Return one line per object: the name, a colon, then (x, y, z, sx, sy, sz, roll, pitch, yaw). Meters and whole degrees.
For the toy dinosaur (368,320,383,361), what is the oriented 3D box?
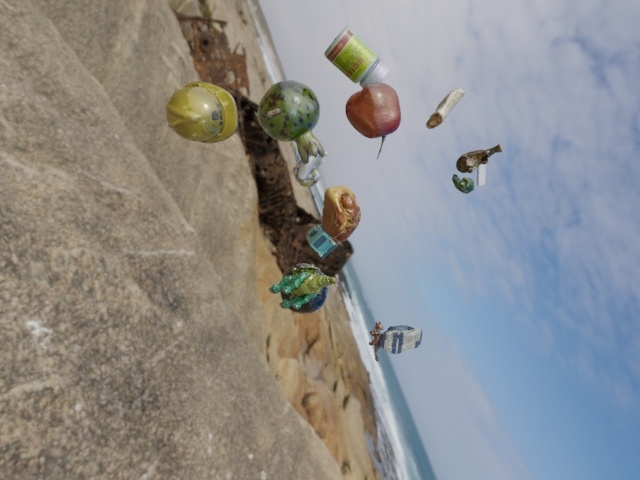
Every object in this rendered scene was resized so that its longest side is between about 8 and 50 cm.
toy dinosaur: (0.215, 0.382, 1.744, 0.049, 0.055, 0.154, 139, -40, -63)

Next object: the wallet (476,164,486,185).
wallet: (0.641, -0.281, 1.826, 0.061, 0.025, 0.122, -26, 118, -49)

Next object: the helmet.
helmet: (-0.415, -0.407, 1.497, 0.140, 0.257, 0.205, -41, 134, -54)

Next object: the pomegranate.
pomegranate: (-0.108, -0.436, 1.691, 0.242, 0.243, 0.305, 58, 21, -74)

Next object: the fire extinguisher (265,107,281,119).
fire extinguisher: (-0.157, -0.414, 1.502, 0.083, 0.023, 0.028, -48, 147, -57)

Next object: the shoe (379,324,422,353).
shoe: (0.296, 0.372, 1.756, 0.106, 0.207, 0.091, 15, -80, 48)

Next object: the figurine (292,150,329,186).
figurine: (-0.041, -0.317, 1.898, 0.183, 0.129, 0.208, 103, 11, -46)

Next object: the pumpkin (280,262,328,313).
pumpkin: (-0.077, 0.218, 2.078, 0.163, 0.233, 0.232, 9, 59, -68)

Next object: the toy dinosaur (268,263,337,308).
toy dinosaur: (-0.039, 0.124, 1.255, 0.094, 0.153, 0.259, 57, -20, -13)

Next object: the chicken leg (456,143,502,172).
chicken leg: (0.588, -0.302, 1.698, 0.070, 0.178, 0.093, 36, 43, -40)

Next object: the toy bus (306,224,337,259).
toy bus: (0.000, 0.000, 1.701, 0.092, 0.079, 0.160, 47, 4, -15)

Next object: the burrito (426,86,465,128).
burrito: (0.540, -0.576, 1.971, 0.060, 0.226, 0.087, 43, -17, -9)

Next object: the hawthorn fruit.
hawthorn fruit: (0.173, -0.361, 1.367, 0.203, 0.163, 0.162, 61, 4, -3)

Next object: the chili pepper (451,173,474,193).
chili pepper: (0.529, -0.208, 1.691, 0.073, 0.050, 0.182, 34, 9, -4)

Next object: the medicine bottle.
medicine bottle: (0.137, -0.667, 1.695, 0.225, 0.139, 0.139, 38, 12, -14)

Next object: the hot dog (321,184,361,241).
hot dog: (0.091, -0.105, 2.002, 0.153, 0.151, 0.256, 42, -40, 38)
